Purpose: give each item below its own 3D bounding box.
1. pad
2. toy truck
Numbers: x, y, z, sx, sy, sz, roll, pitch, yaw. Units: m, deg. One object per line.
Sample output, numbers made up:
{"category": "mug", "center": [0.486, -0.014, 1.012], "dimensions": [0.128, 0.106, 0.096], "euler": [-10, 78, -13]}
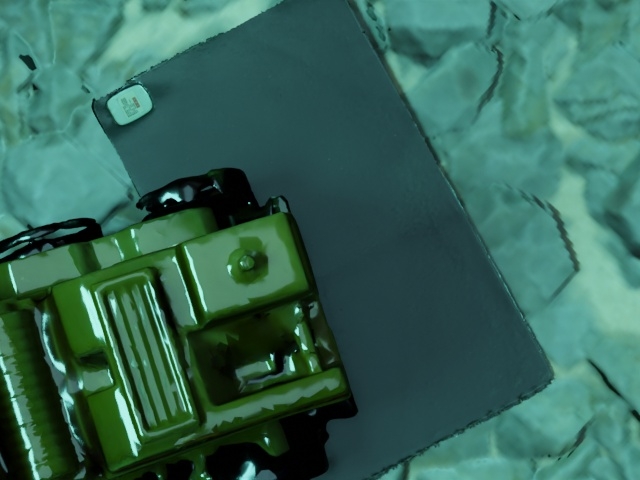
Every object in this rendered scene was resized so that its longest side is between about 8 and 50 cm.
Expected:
{"category": "pad", "center": [0.000, 0.000, 0.776], "dimensions": [0.116, 0.004, 0.193], "euler": [-29, 84, -3]}
{"category": "toy truck", "center": [-0.119, 0.062, 0.700], "dimensions": [0.257, 0.127, 0.127], "euler": [-17, 86, -4]}
